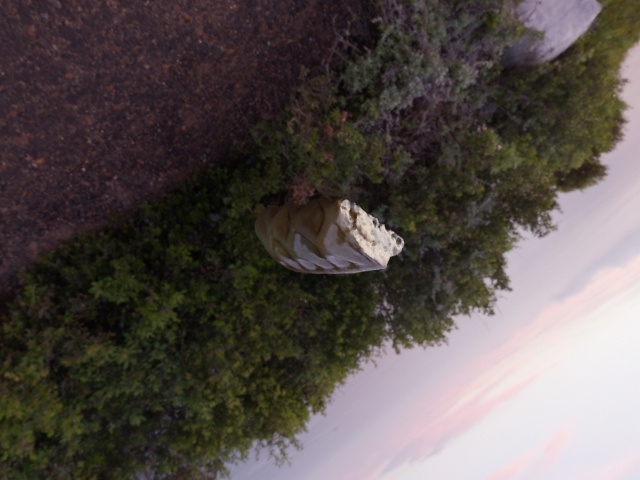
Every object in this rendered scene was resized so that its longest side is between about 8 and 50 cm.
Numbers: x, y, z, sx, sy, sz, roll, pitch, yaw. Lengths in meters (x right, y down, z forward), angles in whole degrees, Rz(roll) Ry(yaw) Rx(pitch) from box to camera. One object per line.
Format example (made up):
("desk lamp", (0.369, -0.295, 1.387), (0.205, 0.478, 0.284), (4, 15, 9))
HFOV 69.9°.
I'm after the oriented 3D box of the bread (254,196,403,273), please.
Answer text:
("bread", (0.000, 0.000, 0.588), (0.128, 0.232, 0.087), (22, 80, -31))
